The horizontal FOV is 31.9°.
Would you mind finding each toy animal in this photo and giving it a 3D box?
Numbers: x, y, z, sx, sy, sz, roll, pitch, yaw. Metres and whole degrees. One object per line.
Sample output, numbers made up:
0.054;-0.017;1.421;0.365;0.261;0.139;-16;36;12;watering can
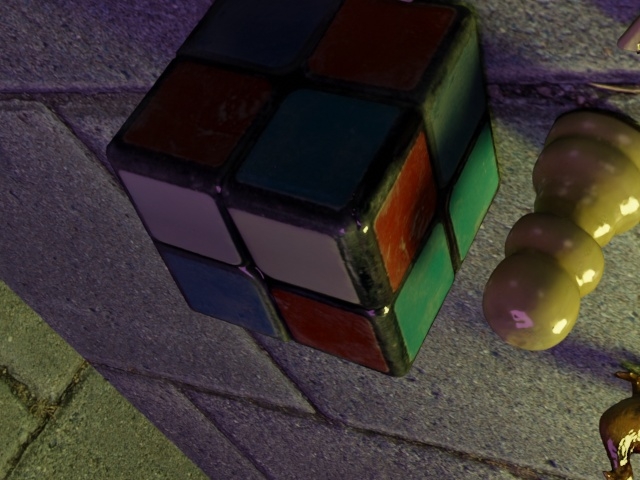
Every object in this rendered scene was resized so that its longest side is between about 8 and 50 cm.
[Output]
0.462;0.279;1.578;0.188;0.179;0.089;15;166;-31;toy animal

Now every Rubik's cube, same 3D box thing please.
0.000;-0.079;1.277;0.313;0.318;0.316;16;151;25;Rubik's cube

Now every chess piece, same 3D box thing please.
0.256;-0.003;1.197;0.143;0.261;0.142;28;155;14;chess piece

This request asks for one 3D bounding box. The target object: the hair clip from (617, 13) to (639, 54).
0.343;-0.215;0.987;0.072;0.034;0.226;48;151;-24;hair clip
